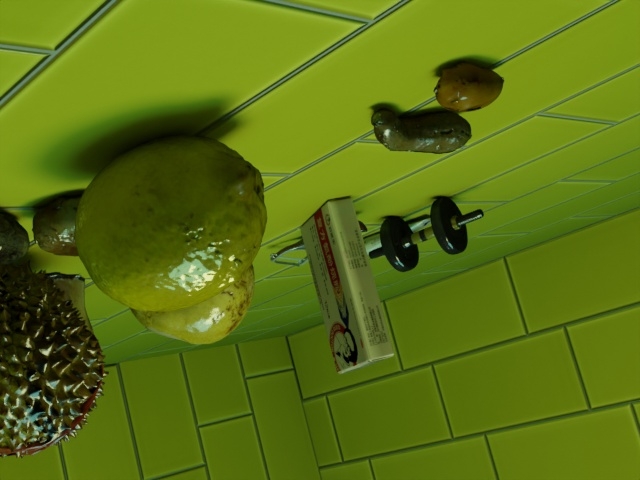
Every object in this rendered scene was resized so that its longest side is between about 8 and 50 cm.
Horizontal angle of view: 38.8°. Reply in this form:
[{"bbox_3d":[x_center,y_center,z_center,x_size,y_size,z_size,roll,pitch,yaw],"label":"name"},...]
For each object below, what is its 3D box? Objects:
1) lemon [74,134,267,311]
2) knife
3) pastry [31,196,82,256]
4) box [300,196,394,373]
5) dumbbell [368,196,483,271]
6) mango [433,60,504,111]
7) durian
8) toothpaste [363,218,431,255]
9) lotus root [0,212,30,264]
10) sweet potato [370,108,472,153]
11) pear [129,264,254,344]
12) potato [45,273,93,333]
[{"bbox_3d":[-0.208,-0.026,1.296,0.319,0.245,0.245,-29,164,30],"label":"lemon"},{"bbox_3d":[0.000,-0.002,2.192,0.123,0.053,0.278,3,159,-45],"label":"knife"},{"bbox_3d":[-0.393,-0.023,1.477,0.153,0.081,0.153,-10,170,-2],"label":"pastry"},{"bbox_3d":[0.053,0.104,1.994,0.069,0.353,0.214,-12,169,-21],"label":"box"},{"bbox_3d":[0.256,-0.013,2.237,0.325,0.143,0.143,-21,167,32],"label":"dumbbell"},{"bbox_3d":[0.220,-0.223,1.336,0.127,0.063,0.077,-7,159,-39],"label":"mango"},{"bbox_3d":[-0.573,0.231,1.700,0.347,0.348,0.384,-21,124,30],"label":"durian"},{"bbox_3d":[0.160,0.003,2.449,0.314,0.058,0.056,-24,123,23],"label":"toothpaste"},{"bbox_3d":[-0.514,-0.001,1.426,0.089,0.081,0.179,-15,169,9],"label":"lotus root"},{"bbox_3d":[0.155,-0.180,1.486,0.233,0.062,0.081,-1,148,-40],"label":"sweet potato"},{"bbox_3d":[-0.251,0.081,1.761,0.271,0.271,0.271,-14,169,-3],"label":"pear"},{"bbox_3d":[-0.620,0.254,2.007,0.289,0.296,0.397,-19,172,-7],"label":"potato"}]
